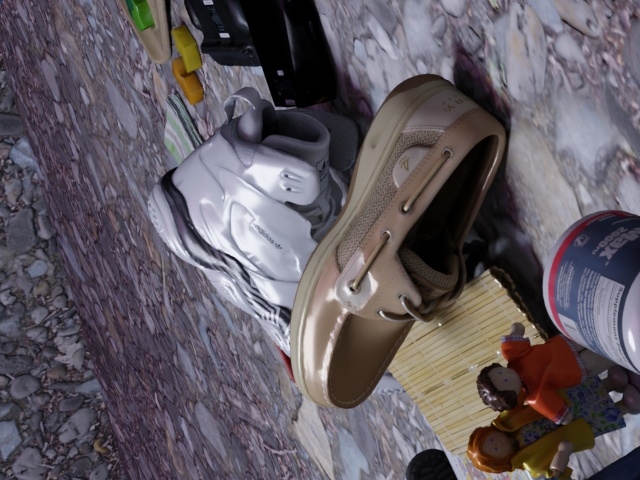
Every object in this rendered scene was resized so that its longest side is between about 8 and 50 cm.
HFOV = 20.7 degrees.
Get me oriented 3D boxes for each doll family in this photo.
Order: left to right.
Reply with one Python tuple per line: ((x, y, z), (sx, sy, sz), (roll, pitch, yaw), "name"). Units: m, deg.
((0.216, 0.194, 1.445), (0.263, 0.163, 0.118), (59, 162, 25), "doll family")

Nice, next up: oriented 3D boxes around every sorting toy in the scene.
((-0.243, -0.339, 2.372), (0.307, 0.041, 0.229), (60, 162, 23), "sorting toy")

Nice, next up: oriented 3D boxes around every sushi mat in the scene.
((0.150, 0.124, 1.699), (0.151, 0.019, 0.316), (55, 155, 2), "sushi mat")

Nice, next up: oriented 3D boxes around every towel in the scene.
((-0.198, -0.134, 2.538), (0.113, 0.023, 0.152), (62, 163, 17), "towel")

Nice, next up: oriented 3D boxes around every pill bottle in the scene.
((0.247, 0.046, 1.252), (0.180, 0.108, 0.108), (28, 138, 64), "pill bottle")

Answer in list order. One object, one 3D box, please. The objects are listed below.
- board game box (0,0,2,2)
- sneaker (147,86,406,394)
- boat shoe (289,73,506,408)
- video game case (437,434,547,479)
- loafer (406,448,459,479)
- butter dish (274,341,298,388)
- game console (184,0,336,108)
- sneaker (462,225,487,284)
((-0.352, -0.494, 2.045), (0.050, 0.390, 0.390), (19, 151, 6), "board game box")
((0.000, 0.000, 1.868), (0.366, 0.137, 0.210), (38, 128, 3), "sneaker")
((0.068, 0.023, 1.587), (0.110, 0.121, 0.341), (39, 123, 37), "boat shoe")
((0.188, 0.244, 1.843), (0.206, 0.026, 0.227), (65, 163, 6), "video game case")
((0.155, 0.341, 1.976), (0.220, 0.080, 0.078), (64, 163, 8), "loafer")
((0.015, 0.086, 2.030), (0.160, 0.118, 0.160), (4, -123, -61), "butter dish")
((-0.085, -0.260, 1.992), (0.361, 0.044, 0.213), (16, 126, 68), "game console")
((0.099, 0.013, 1.733), (0.094, 0.081, 0.208), (62, 151, 17), "sneaker")
